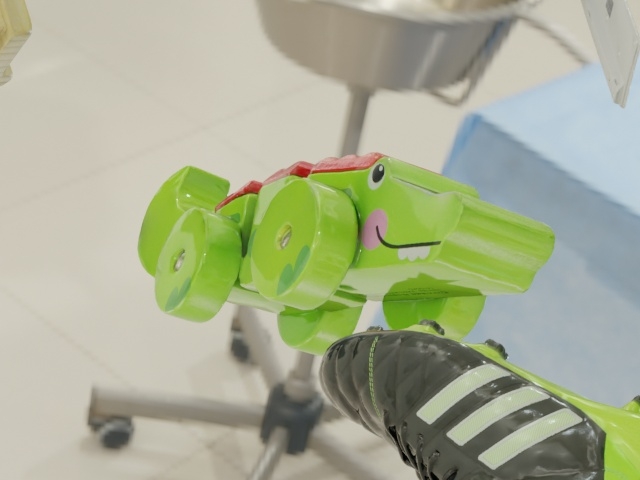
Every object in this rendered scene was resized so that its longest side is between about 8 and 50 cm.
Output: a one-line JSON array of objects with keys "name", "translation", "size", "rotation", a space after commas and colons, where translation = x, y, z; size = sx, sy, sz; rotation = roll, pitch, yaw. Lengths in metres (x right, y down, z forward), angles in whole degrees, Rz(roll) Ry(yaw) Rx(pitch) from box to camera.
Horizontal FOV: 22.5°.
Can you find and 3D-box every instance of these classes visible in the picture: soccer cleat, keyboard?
[{"name": "soccer cleat", "translation": [0.059, 0.077, 0.568], "size": [0.179, 0.060, 0.072], "rotation": [15, 58, 41]}, {"name": "keyboard", "translation": [0.286, -0.224, 1.595], "size": [0.014, 0.072, 0.256], "rotation": [10, 34, -8]}]

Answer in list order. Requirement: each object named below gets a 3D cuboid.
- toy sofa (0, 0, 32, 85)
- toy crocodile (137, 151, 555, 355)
[{"name": "toy sofa", "translation": [-0.383, -0.137, 1.022], "size": [0.363, 0.177, 0.150], "rotation": [-16, 83, -26]}, {"name": "toy crocodile", "translation": [0.000, 0.000, 0.894], "size": [0.115, 0.105, 0.340], "rotation": [17, -12, -27]}]
